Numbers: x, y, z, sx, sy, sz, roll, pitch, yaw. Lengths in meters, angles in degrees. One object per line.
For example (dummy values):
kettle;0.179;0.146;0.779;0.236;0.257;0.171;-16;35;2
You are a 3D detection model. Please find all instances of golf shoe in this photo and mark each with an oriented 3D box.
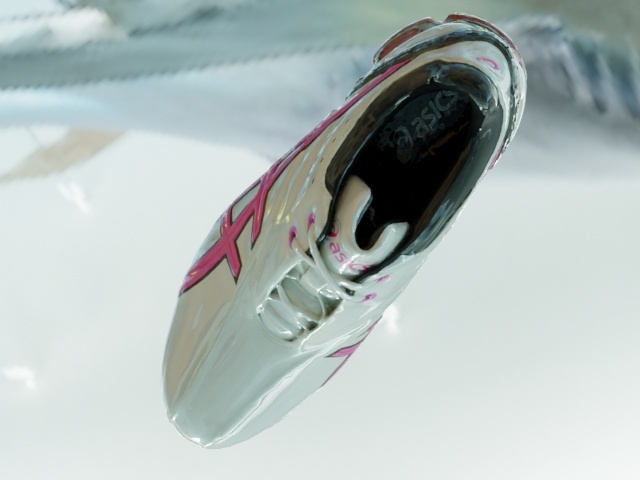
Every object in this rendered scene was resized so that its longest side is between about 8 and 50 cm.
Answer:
golf shoe;0.000;0.000;0.689;0.186;0.067;0.086;-54;-178;14
